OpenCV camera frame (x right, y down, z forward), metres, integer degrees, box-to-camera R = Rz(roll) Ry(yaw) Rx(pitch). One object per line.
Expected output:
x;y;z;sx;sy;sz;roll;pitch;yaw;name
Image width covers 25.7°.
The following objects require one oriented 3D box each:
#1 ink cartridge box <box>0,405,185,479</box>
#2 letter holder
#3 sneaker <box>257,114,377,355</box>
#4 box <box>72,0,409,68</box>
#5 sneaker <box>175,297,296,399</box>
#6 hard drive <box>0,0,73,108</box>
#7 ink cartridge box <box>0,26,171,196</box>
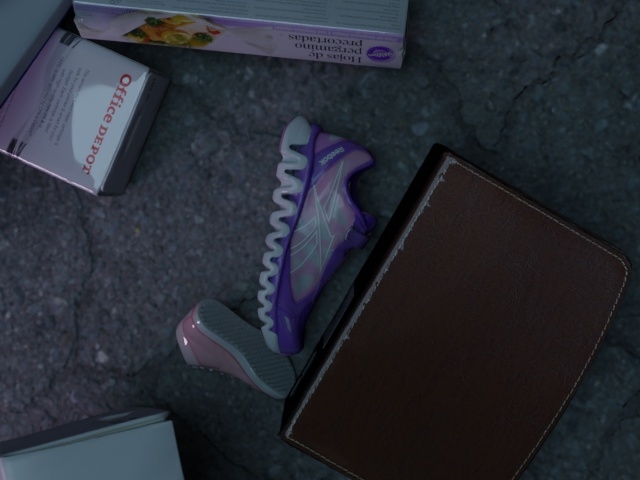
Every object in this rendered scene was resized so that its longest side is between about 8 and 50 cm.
-0.195;0.361;1.306;0.160;0.279;0.385;-11;87;-17;ink cartridge box
0.128;0.093;1.319;0.214;0.152;0.302;30;96;-2;letter holder
0.000;0.000;1.377;0.104;0.095;0.236;9;92;3;sneaker
-0.076;-0.223;1.366;0.324;0.063;0.067;5;64;2;box
-0.089;0.117;1.419;0.134;0.051;0.070;42;137;-13;sneaker
-0.374;-0.214;1.352;0.210;0.040;0.319;22;56;6;hard drive
-0.270;-0.144;1.429;0.190;0.082;0.140;24;94;9;ink cartridge box
